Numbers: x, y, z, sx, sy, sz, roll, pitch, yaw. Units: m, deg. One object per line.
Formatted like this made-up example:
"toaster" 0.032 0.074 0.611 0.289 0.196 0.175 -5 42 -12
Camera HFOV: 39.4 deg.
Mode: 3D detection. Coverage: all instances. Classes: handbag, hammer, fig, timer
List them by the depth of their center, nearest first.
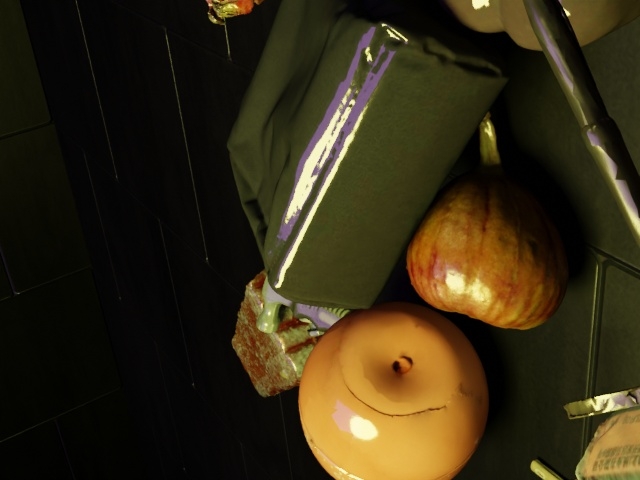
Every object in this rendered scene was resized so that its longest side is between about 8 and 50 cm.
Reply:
"handbag" 0.038 -0.121 0.880 0.275 0.177 0.302 -106 35 -50
"fig" 0.159 -0.003 0.890 0.149 0.148 0.202 -29 51 37
"timer" 0.087 0.192 1.077 0.230 0.229 0.215 54 161 26
"hammer" 0.008 0.110 1.314 0.226 0.041 0.159 33 117 28

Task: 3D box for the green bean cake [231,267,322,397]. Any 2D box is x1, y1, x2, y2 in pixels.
"green bean cake" -0.075 0.156 1.515 0.199 0.097 0.233 62 154 9

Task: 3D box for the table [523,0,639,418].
"table" 0.287 -0.055 0.535 0.317 0.317 0.249 140 120 -64

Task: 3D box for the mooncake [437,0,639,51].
"mooncake" 0.166 -0.266 0.675 0.245 0.133 0.245 38 144 35

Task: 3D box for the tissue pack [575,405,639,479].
"tissue pack" 0.359 0.193 0.608 0.228 0.103 0.315 42 153 -3

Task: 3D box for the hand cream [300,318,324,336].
"hand cream" -0.035 0.023 1.382 0.088 0.055 0.256 -5 103 65

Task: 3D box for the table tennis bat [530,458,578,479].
"table tennis bat" 0.297 0.295 1.001 0.156 0.013 0.087 33 140 48

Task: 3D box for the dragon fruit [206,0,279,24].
"dragon fruit" -0.107 -0.382 1.089 0.211 0.147 0.282 2 110 62
